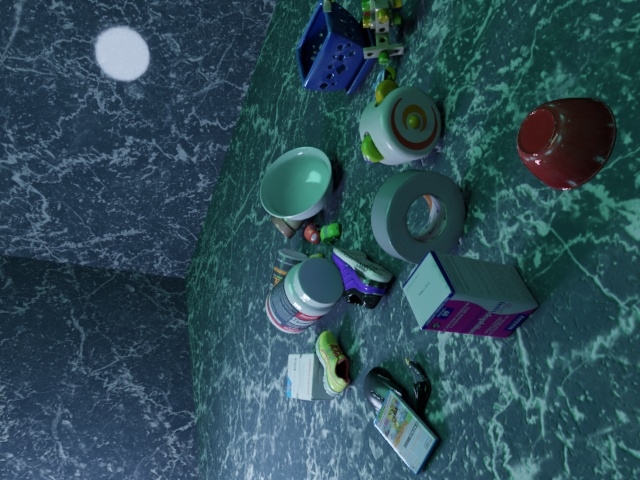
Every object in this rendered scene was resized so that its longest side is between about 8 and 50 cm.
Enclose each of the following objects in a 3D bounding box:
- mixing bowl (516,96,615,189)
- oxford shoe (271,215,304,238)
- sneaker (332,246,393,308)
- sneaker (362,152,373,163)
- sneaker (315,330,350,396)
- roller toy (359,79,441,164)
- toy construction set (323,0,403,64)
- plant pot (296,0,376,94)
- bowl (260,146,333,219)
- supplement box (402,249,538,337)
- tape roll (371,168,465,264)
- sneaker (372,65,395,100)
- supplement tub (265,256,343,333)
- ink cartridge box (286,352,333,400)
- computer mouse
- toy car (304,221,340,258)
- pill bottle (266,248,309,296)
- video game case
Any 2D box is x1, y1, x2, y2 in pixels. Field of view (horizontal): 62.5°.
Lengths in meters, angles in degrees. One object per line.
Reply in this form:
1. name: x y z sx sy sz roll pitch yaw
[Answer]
1. mixing bowl: 0.439 -0.191 0.990 0.181 0.098 0.181 -33 52 58
2. oxford shoe: -0.127 -0.137 2.195 0.146 0.140 0.397 -41 29 7
3. sneaker: 0.100 0.117 1.591 0.293 0.102 0.146 39 116 62
4. sneaker: 0.188 -0.296 1.609 0.170 0.068 0.071 -56 40 41
5. sneaker: 0.050 0.371 1.643 0.094 0.082 0.208 -46 47 40
6. roller toy: 0.215 -0.305 1.398 0.146 0.191 0.209 179 98 -65
7. toy construction set: 0.149 -0.674 1.588 0.257 0.309 0.237 160 113 -71
8. plant pot: 0.062 -0.664 1.844 0.236 0.212 0.235 -54 36 43
9. bowl: -0.066 -0.189 1.959 0.298 0.134 0.297 -12 60 22
10. supplement box: 0.294 0.109 1.039 0.111 0.220 0.113 -62 32 35
11. tape roll: 0.231 -0.056 1.237 0.072 0.219 0.219 23 101 64
12. sneaker: 0.195 -0.479 1.680 0.059 0.053 0.144 18 88 64
13. supplement tub: -0.057 0.188 1.792 0.272 0.191 0.191 -47 40 51
14. ink cartridge box: -0.034 0.455 1.766 0.203 0.086 0.148 -22 61 61
15. computer mouse: 0.181 0.377 1.366 0.262 0.060 0.184 39 117 62
16. toy car: 0.000 0.000 1.908 0.225 0.053 0.238 -45 42 52
17. pill bottle: -0.132 0.166 2.037 0.130 0.131 0.245 39 117 62
18. video game case: 0.202 0.460 1.274 0.166 0.015 0.119 43 123 42
